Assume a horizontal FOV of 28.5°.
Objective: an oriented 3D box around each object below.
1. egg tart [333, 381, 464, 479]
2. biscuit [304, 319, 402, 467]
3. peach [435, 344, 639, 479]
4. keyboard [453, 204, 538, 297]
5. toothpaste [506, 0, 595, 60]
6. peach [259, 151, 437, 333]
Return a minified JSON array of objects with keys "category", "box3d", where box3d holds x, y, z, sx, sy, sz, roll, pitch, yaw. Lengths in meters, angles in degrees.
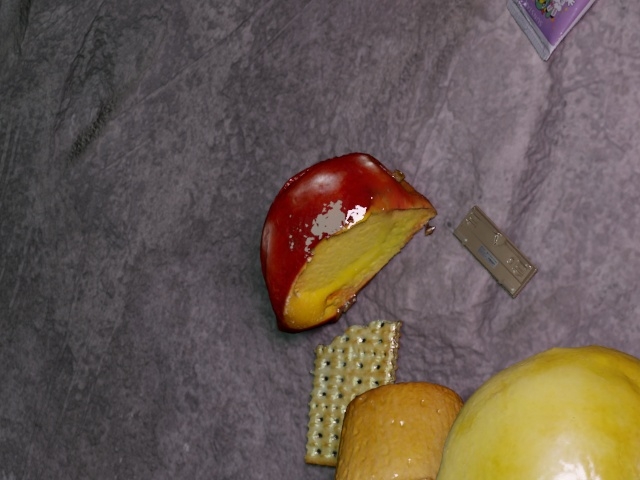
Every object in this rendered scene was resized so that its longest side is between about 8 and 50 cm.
[{"category":"egg tart","box3d":[0.099,0.262,1.503,0.203,0.202,0.147,-28,53,32]},{"category":"biscuit","box3d":[0.040,0.204,1.674,0.144,0.016,0.203,-1,79,40]},{"category":"peach","box3d":[0.260,0.270,1.298,0.281,0.314,0.315,-37,52,52]},{"category":"keyboard","box3d":[0.218,0.013,1.577,0.129,0.015,0.049,50,116,36]},{"category":"toothpaste","box3d":[0.343,-0.363,1.538,0.299,0.073,0.114,-49,52,30]},{"category":"peach","box3d":[-0.001,-0.006,1.681,0.267,0.159,0.154,-48,47,22]}]
